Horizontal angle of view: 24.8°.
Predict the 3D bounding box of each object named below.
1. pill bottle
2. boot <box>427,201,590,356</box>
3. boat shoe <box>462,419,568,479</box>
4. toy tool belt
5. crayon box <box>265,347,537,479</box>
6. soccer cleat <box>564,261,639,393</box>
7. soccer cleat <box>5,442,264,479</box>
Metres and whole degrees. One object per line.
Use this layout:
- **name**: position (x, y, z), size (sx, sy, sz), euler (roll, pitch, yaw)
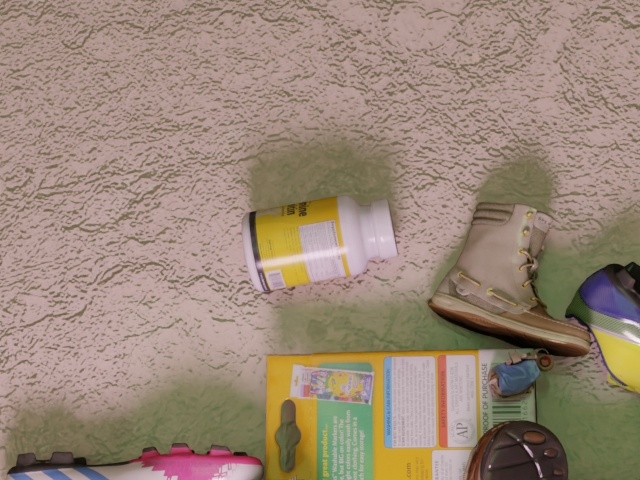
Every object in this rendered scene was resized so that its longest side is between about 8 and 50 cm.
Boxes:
- **pill bottle**: position (0.000, 0.000, 1.813), size (0.184, 0.103, 0.103), euler (-10, 74, 4)
- **boot**: position (0.252, 0.043, 1.764), size (0.213, 0.077, 0.165), euler (17, 74, 34)
- **boat shoe**: position (0.200, 0.358, 1.617), size (0.122, 0.120, 0.324), euler (12, 88, -13)
- **toy tool belt**: position (0.232, 0.152, 1.684), size (0.083, 0.051, 0.052), euler (-24, 74, 0)
- **crayon box**: position (0.099, 0.237, 1.749), size (0.323, 0.083, 0.203), euler (-1, 75, 6)
- **soccer cleat**: position (0.412, 0.157, 1.741), size (0.121, 0.093, 0.289), euler (-46, 77, 26)
- **soccer cleat**: position (-0.226, 0.325, 1.757), size (0.331, 0.116, 0.143), euler (-6, 74, 13)
